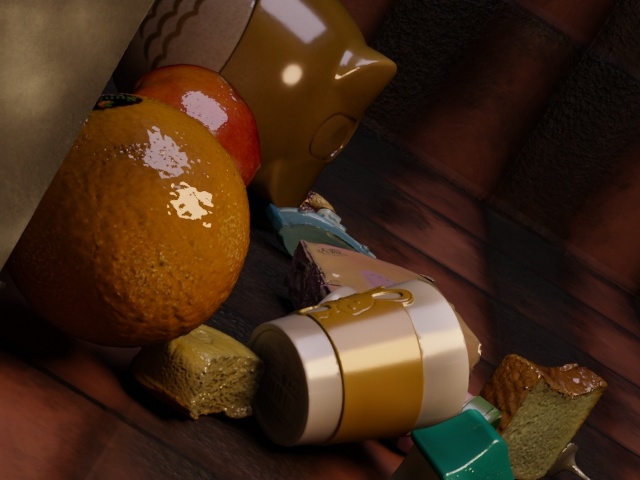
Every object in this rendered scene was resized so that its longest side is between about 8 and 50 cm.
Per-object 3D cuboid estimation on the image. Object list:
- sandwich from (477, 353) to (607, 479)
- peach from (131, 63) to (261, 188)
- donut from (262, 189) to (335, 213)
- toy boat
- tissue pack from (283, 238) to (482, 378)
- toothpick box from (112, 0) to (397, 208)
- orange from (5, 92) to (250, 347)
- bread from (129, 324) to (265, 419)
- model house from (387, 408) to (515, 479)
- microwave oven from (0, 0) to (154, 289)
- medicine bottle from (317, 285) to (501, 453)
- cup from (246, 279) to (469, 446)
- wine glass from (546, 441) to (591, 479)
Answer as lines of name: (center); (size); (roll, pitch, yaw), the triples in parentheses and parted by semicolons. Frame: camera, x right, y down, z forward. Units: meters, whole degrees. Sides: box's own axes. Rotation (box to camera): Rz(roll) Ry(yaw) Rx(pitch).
sandwich: (0.284, 0.245, 1.911); (0.065, 0.186, 0.215); (39, 13, 35)
peach: (-0.203, -0.157, 2.159); (0.243, 0.243, 0.199); (31, -28, -5)
donut: (-0.034, -0.056, 2.531); (0.140, 0.059, 0.140); (31, 16, -10)
toy boat: (0.000, 0.000, 2.326); (0.215, 0.088, 0.102); (30, 23, -17)
tissue pack: (0.085, 0.114, 2.063); (0.257, 0.123, 0.215); (16, 22, -29)
toothpick box: (-0.120, -0.291, 2.426); (0.425, 0.409, 0.409); (39, 15, 18)
orange: (-0.206, -0.021, 1.440); (0.274, 0.274, 0.274); (30, 14, -8)
bread: (-0.143, 0.142, 1.546); (0.125, 0.086, 0.156); (35, 12, 30)
model house: (0.161, 0.278, 1.601); (0.127, 0.149, 0.100); (23, 13, -30)
microwave oven: (-0.393, -0.129, 1.199); (0.236, 0.432, 0.374); (39, 15, 26)
medicine bottle: (0.100, 0.187, 1.815); (0.274, 0.133, 0.133); (36, 14, 17)
cup: (0.025, 0.149, 1.649); (0.226, 0.185, 0.241); (-8, 9, -33)
wine glass: (0.442, 0.398, 1.980); (0.262, 0.074, 0.074); (40, 16, 26)
